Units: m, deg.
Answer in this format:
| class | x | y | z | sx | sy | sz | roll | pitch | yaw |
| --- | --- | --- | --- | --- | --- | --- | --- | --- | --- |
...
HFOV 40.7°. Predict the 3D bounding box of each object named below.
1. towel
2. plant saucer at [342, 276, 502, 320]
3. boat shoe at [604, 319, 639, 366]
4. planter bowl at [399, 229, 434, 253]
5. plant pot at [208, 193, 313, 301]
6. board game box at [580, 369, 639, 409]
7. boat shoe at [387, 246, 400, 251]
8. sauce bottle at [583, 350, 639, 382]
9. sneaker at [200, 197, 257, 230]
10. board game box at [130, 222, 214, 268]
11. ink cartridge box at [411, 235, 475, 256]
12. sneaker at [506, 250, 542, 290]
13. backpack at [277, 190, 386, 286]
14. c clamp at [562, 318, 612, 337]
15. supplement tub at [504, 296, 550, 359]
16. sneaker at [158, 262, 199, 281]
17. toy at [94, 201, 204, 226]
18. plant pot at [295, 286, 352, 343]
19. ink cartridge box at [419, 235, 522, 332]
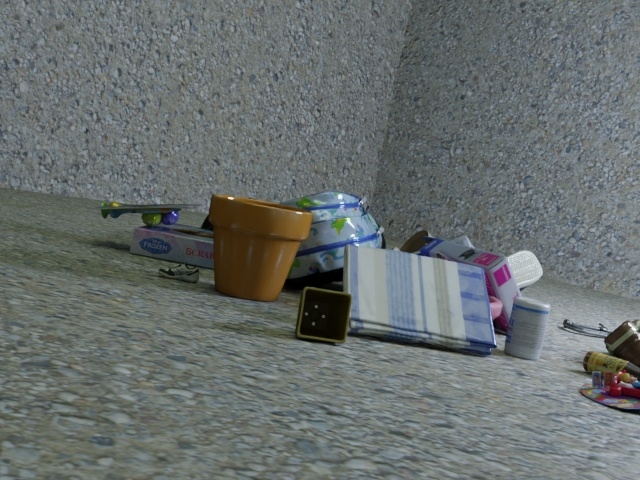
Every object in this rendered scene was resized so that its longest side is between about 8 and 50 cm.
| class | x | y | z | sx | sy | sz | roll | pitch | yaw |
| --- | --- | --- | --- | --- | --- | --- | --- | --- | --- |
| towel | 0.176 | 0.107 | 1.586 | 0.285 | 0.034 | 0.209 | 10 | 46 | -10 |
| plant saucer | 0.205 | 0.131 | 1.786 | 0.332 | 0.084 | 0.332 | 10 | 5 | -1 |
| boat shoe | 0.649 | 0.226 | 1.783 | 0.095 | 0.095 | 0.257 | 50 | 18 | 21 |
| planter bowl | 0.312 | 0.063 | 2.623 | 0.109 | 0.162 | 0.162 | 37 | -3 | -16 |
| plant pot | -0.131 | 0.017 | 1.725 | 0.205 | 0.187 | 0.205 | 10 | 4 | -1 |
| board game box | 0.501 | 0.230 | 1.366 | 0.169 | 0.033 | 0.133 | 0 | 7 | -6 |
| boat shoe | 0.180 | 0.095 | 2.128 | 0.116 | 0.123 | 0.324 | 44 | 9 | 6 |
| sauce bottle | 0.539 | 0.233 | 1.553 | 0.128 | 0.042 | 0.042 | 13 | 4 | 40 |
| sneaker | -0.210 | -0.035 | 2.390 | 0.130 | 0.109 | 0.286 | 38 | -29 | -31 |
| board game box | -0.278 | 0.017 | 2.162 | 0.318 | 0.065 | 0.318 | 11 | 4 | 1 |
| ink cartridge box | 0.331 | 0.065 | 2.422 | 0.224 | 0.045 | 0.224 | -19 | -19 | 15 |
| sneaker | 0.448 | 0.125 | 2.406 | 0.350 | 0.131 | 0.148 | -6 | -24 | -27 |
| backpack | 0.000 | 0.000 | 2.015 | 0.290 | 0.273 | 0.355 | -7 | 16 | 9 |
| c clamp | 0.680 | 0.226 | 2.187 | 0.161 | 0.022 | 0.137 | 11 | 9 | -18 |
| supplement tub | 0.390 | 0.165 | 1.632 | 0.071 | 0.107 | 0.071 | 11 | 4 | -1 |
| sneaker | -0.289 | 0.061 | 1.763 | 0.083 | 0.036 | 0.032 | 8 | 6 | -12 |
| toy | -0.413 | -0.062 | 2.091 | 0.238 | 0.056 | 0.137 | 4 | 8 | 7 |
| plant pot | -0.001 | 0.124 | 1.422 | 0.081 | 0.081 | 0.083 | 10 | -8 | -11 |
| ink cartridge box | 0.336 | 0.098 | 1.967 | 0.065 | 0.185 | 0.311 | -33 | 23 | -17 |
